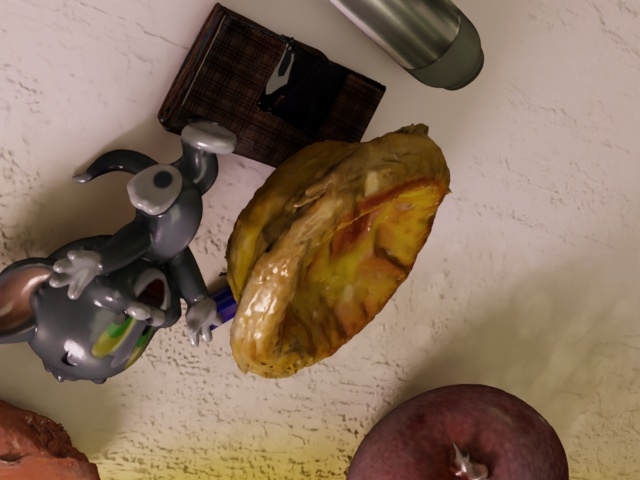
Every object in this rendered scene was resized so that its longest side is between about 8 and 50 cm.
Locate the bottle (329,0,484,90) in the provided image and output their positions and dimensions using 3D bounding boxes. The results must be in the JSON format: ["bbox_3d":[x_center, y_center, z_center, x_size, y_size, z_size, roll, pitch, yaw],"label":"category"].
[{"bbox_3d":[0.068,-0.230,1.316,0.253,0.079,0.096,34,52,-44],"label":"bottle"}]

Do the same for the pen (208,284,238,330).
[{"bbox_3d":[-0.009,0.017,1.422,0.269,0.033,0.033,-28,129,-25],"label":"pen"}]

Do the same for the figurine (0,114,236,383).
[{"bbox_3d":[-0.177,0.009,1.208,0.193,0.140,0.265,14,94,-56],"label":"figurine"}]

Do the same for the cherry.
[{"bbox_3d":[0.152,0.292,1.589,0.261,0.221,0.307,-26,142,-16],"label":"cherry"}]

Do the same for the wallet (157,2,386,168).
[{"bbox_3d":[-0.040,-0.127,1.306,0.230,0.042,0.124,19,103,-44],"label":"wallet"}]

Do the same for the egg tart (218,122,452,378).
[{"bbox_3d":[0.000,0.000,1.300,0.295,0.116,0.295,-39,157,-21],"label":"egg tart"}]

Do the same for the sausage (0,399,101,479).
[{"bbox_3d":[-0.308,0.177,1.232,0.326,0.079,0.087,29,83,-47],"label":"sausage"}]
